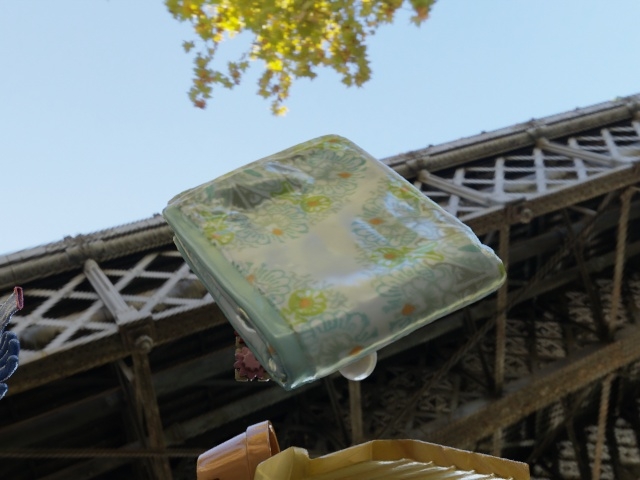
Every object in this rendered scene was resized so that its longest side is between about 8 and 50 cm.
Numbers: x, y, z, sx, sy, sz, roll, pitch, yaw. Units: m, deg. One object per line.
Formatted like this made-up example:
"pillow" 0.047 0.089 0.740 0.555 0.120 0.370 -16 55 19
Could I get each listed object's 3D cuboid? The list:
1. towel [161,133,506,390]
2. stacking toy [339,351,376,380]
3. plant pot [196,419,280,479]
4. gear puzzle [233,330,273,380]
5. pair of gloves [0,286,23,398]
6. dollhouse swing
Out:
"towel" 0.000 0.000 0.903 0.320 0.374 0.090 -24 -45 -22
"stacking toy" 0.094 0.179 1.787 0.350 0.350 0.480 -16 -58 -26
"plant pot" -0.202 0.643 1.805 0.203 0.291 0.291 -14 -64 -3
"gear puzzle" -0.116 0.169 1.629 0.175 0.339 0.044 2 -33 -8
"pair of gloves" -0.478 0.160 0.990 0.159 0.198 0.023 -45 -47 19
"dollhouse swing" 0.106 0.458 1.009 0.346 0.305 0.315 20 -109 -28
